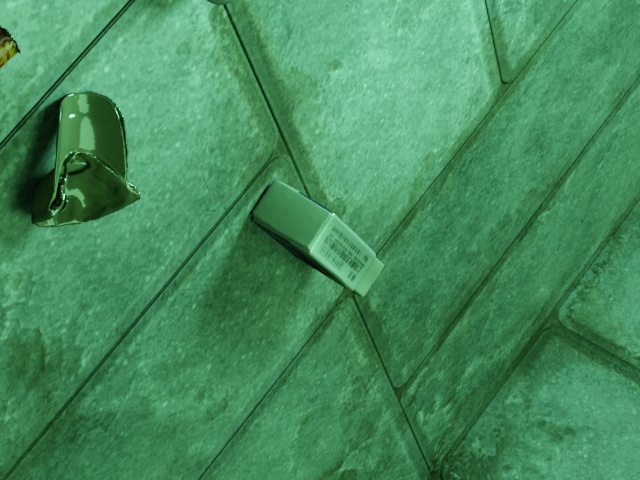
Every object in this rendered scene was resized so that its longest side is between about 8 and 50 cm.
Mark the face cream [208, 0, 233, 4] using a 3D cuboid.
[{"bbox_3d":[-0.136,-0.426,1.888,0.144,0.071,0.291,-57,153,-20],"label":"face cream"}]

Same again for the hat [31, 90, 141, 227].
[{"bbox_3d":[-0.310,-0.103,1.938,0.147,0.085,0.175,-7,101,-44],"label":"hat"}]

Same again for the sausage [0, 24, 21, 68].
[{"bbox_3d":[-0.404,-0.182,1.710,0.145,0.048,0.050,-48,-171,-19],"label":"sausage"}]

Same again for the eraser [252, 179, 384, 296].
[{"bbox_3d":[0.000,0.000,2.485,0.081,0.124,0.279,-57,153,-4],"label":"eraser"}]
